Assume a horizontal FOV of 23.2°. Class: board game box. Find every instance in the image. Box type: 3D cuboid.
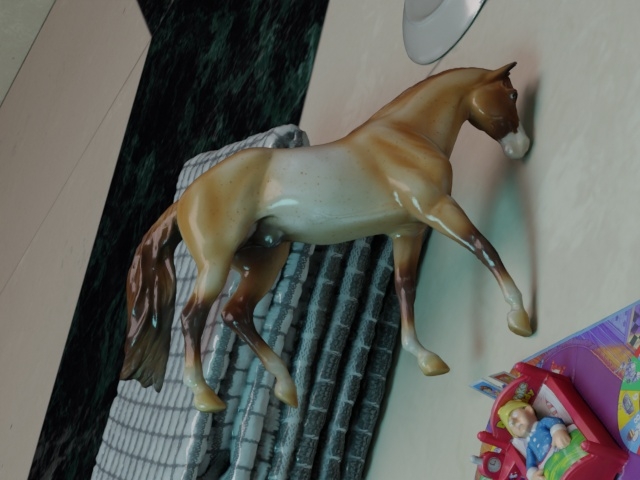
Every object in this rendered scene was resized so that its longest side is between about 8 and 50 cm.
[{"bbox_3d":[0.103,0.099,0.734,0.168,0.033,0.133,-38,37,56],"label":"board game box"}]

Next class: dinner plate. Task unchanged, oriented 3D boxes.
[{"bbox_3d":[0.088,-0.189,1.069,0.141,0.017,0.141,-50,29,41],"label":"dinner plate"}]

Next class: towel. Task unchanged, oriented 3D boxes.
[{"bbox_3d":[-0.046,0.078,1.020,0.235,0.121,0.284,-11,62,69],"label":"towel"}]

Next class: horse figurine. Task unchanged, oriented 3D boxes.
[{"bbox_3d":[0.000,0.000,0.862,0.066,0.263,0.175,61,-165,-67],"label":"horse figurine"}]
